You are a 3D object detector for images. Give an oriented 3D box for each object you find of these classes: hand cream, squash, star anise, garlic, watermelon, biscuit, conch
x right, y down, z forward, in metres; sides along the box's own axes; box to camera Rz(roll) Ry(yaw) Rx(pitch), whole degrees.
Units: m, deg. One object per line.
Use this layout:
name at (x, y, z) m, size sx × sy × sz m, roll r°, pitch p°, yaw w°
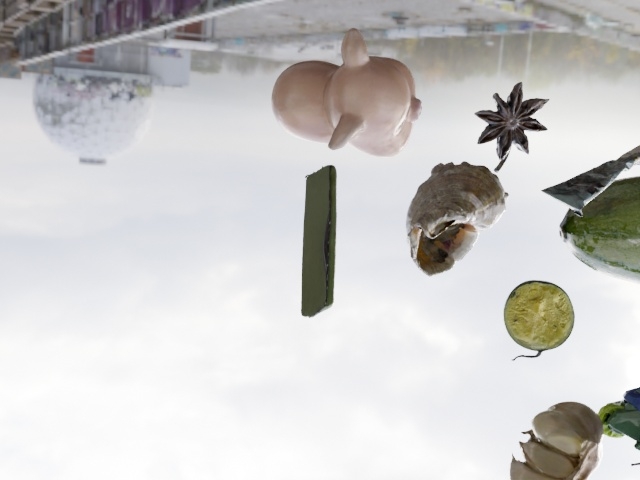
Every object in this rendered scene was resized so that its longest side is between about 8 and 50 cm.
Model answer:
hand cream at (0.472, -0.105, 1.215) m, size 0.248 × 0.052 × 0.075 m, roll -27°, pitch -163°, yaw -21°
squash at (0.755, -0.049, 1.867) m, size 0.309 × 0.310 × 0.310 m, roll 13°, pitch -171°, yaw 0°
star anise at (0.532, -0.321, 2.152) m, size 0.230 × 0.262 × 0.081 m, roll 6°, pitch -159°, yaw -17°
garlic at (0.579, 0.525, 1.861) m, size 0.203 × 0.281 × 0.185 m, roll 18°, pitch 174°, yaw 46°
watermelon at (0.645, 0.223, 2.270) m, size 0.204 × 0.232 × 0.127 m, roll -11°, pitch -172°, yaw 7°
biscuit at (0.000, 0.000, 1.530) m, size 0.038 × 0.322 × 0.099 m, roll 16°, pitch 152°, yaw -32°
conch at (0.320, -0.062, 2.007) m, size 0.352 × 0.297 × 0.210 m, roll -10°, pitch -145°, yaw -35°

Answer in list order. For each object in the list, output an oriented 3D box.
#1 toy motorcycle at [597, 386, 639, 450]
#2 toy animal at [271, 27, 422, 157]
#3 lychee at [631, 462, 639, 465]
toy motorcycle at (0.866, 0.459, 1.898) m, size 0.326 × 0.200 × 0.191 m, roll 29°, pitch -172°, yaw -5°
toy animal at (0.049, -0.288, 1.580) m, size 0.326 × 0.237 × 0.269 m, roll 9°, pitch 180°, yaw 12°
lychee at (0.639, 0.371, 1.307) m, size 0.140 × 0.114 × 0.101 m, roll -14°, pitch -134°, yaw -24°
